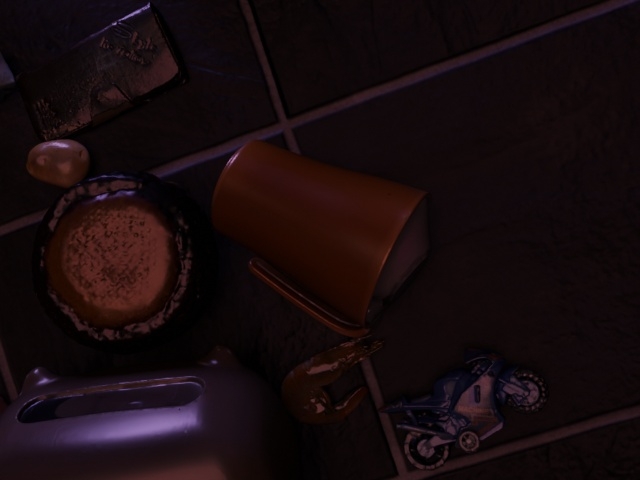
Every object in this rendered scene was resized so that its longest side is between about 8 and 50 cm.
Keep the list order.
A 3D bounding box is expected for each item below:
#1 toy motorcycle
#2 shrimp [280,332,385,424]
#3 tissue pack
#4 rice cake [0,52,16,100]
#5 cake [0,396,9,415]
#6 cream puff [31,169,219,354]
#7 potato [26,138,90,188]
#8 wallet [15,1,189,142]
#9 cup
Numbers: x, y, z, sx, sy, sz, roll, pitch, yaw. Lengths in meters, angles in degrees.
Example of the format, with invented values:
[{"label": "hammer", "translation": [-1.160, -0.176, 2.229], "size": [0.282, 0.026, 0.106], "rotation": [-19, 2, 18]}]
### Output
[{"label": "toy motorcycle", "translation": [0.182, 0.206, 1.000], "size": [0.205, 0.076, 0.114], "rotation": [-33, 77, 9]}, {"label": "shrimp", "translation": [0.025, 0.188, 1.035], "size": [0.162, 0.045, 0.095], "rotation": [-29, 86, 6]}, {"label": "tissue pack", "translation": [-0.221, 0.294, 0.946], "size": [0.386, 0.267, 0.277], "rotation": [-9, 109, 6]}, {"label": "rice cake", "translation": [-0.579, -0.162, 1.118], "size": [0.336, 0.063, 0.066], "rotation": [-31, 92, 7]}, {"label": "cake", "translation": [-0.441, 0.334, 1.086], "size": [0.109, 0.090, 0.225], "rotation": [-36, 87, 1]}, {"label": "cream puff", "translation": [-0.247, 0.028, 1.015], "size": [0.238, 0.165, 0.239], "rotation": [0, 88, 5]}, {"label": "potato", "translation": [-0.361, -0.106, 1.084], "size": [0.083, 0.062, 0.068], "rotation": [9, 62, -19]}, {"label": "wallet", "translation": [-0.306, -0.227, 1.090], "size": [0.232, 0.031, 0.122], "rotation": [-25, 85, 7]}, {"label": "cup", "translation": [0.000, 0.000, 0.992], "size": [0.263, 0.182, 0.226], "rotation": [26, 125, 15]}]
